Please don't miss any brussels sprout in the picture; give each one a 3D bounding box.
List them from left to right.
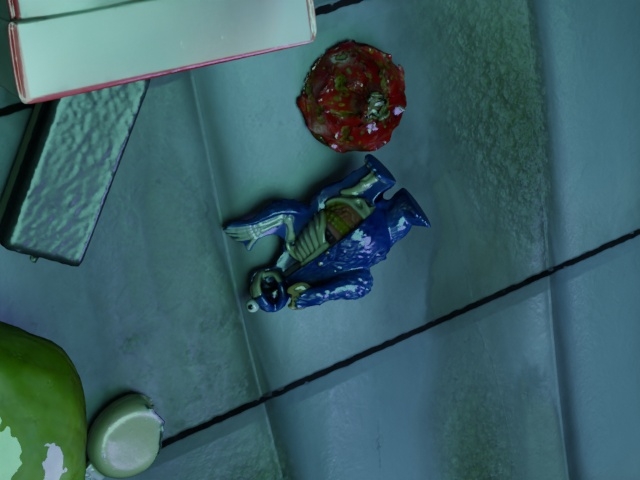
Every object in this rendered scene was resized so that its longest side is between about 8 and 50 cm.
[{"bbox_3d":[-0.404,0.234,1.484,0.328,0.247,0.328,-4,108,-13],"label":"brussels sprout"}]

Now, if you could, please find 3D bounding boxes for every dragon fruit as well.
[{"bbox_3d":[0.064,-0.170,1.694,0.153,0.111,0.153,-12,117,-25],"label":"dragon fruit"}]

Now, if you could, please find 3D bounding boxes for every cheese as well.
[{"bbox_3d":[-0.264,0.275,1.696,0.092,0.047,0.171,27,92,-33],"label":"cheese"}]

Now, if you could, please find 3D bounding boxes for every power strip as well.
[{"bbox_3d":[-0.292,-0.094,1.531,0.105,0.070,0.257,18,96,-32],"label":"power strip"}]

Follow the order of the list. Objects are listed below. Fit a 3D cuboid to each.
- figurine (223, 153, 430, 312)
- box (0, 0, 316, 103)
[{"bbox_3d":[0.009,0.003,1.727,0.262,0.121,0.164,-26,95,4],"label":"figurine"},{"bbox_3d":[-0.222,-0.336,1.335,0.314,0.312,0.300,-16,115,-25],"label":"box"}]
